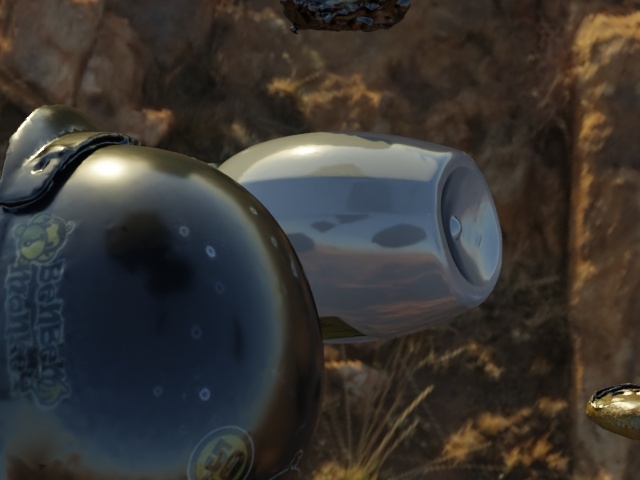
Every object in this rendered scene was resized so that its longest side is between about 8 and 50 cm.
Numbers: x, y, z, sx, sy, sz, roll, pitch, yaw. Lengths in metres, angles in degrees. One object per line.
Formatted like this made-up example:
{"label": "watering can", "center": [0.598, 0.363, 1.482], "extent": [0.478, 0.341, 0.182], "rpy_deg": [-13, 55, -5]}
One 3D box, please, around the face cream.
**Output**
{"label": "face cream", "center": [0.000, 0.000, 1.343], "extent": [0.357, 0.312, 0.220], "rpy_deg": [-5, 73, 27]}

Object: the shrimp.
{"label": "shrimp", "center": [0.460, 0.209, 1.497], "extent": [0.262, 0.066, 0.117], "rpy_deg": [6, 31, 27]}

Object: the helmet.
{"label": "helmet", "center": [-0.080, 0.054, 0.671], "extent": [0.160, 0.230, 0.279], "rpy_deg": [-5, 70, 21]}

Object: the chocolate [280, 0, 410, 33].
{"label": "chocolate", "center": [0.015, -0.297, 1.404], "extent": [0.133, 0.156, 0.156], "rpy_deg": [-24, 61, -21]}
